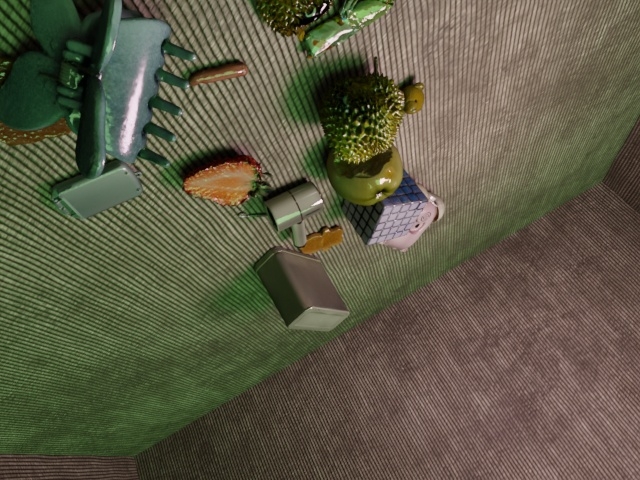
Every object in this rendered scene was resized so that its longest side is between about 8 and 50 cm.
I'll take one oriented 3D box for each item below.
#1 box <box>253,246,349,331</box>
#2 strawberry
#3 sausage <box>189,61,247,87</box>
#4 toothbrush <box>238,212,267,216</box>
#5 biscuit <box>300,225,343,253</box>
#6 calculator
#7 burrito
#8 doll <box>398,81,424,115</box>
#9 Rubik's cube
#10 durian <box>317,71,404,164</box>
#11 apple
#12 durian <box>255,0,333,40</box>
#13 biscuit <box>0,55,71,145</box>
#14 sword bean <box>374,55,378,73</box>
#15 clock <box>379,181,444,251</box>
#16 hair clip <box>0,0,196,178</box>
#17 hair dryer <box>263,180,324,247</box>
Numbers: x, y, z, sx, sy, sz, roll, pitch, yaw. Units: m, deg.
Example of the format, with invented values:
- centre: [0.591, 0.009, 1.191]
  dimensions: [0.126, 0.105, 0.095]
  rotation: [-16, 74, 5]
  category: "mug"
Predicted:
- centre: [-0.078, 0.225, 1.967]
  dimensions: [0.177, 0.343, 0.352]
  rotation: [-45, 146, 18]
  category: "box"
- centre: [-0.295, -0.204, 1.391]
  dimensions: [0.287, 0.106, 0.188]
  rotation: [0, 135, -23]
  category: "strawberry"
- centre: [-0.266, -0.433, 1.134]
  dimensions: [0.158, 0.036, 0.042]
  rotation: [-21, 137, -15]
  category: "sausage"
- centre: [-0.228, -0.100, 1.679]
  dimensions: [0.195, 0.014, 0.017]
  rotation: [-3, 137, -38]
  category: "toothbrush"
- centre: [0.000, 0.000, 2.009]
  dimensions: [0.226, 0.036, 0.165]
  rotation: [-20, 148, -12]
  category: "biscuit"
- centre: [-0.626, -0.142, 1.235]
  dimensions: [0.246, 0.045, 0.141]
  rotation: [-26, 149, -9]
  category: "calculator"
- centre: [0.070, -0.599, 1.172]
  dimensions: [0.288, 0.054, 0.104]
  rotation: [-30, 148, 2]
  category: "burrito"
- centre: [0.268, -0.465, 1.505]
  dimensions: [0.210, 0.097, 0.137]
  rotation: [-21, 154, -7]
  category: "doll"
- centre: [0.257, -0.154, 1.810]
  dimensions: [0.237, 0.237, 0.238]
  rotation: [-12, 144, -27]
  category: "Rubik's cube"
- centre: [0.115, -0.382, 1.331]
  dimensions: [0.291, 0.291, 0.225]
  rotation: [-41, 152, 17]
  category: "durian"
- centre: [0.155, -0.258, 1.569]
  dimensions: [0.279, 0.279, 0.279]
  rotation: [-22, 149, -14]
  category: "apple"
- centre: [-0.048, -0.566, 1.030]
  dimensions: [0.194, 0.137, 0.237]
  rotation: [-28, 150, -6]
  category: "durian"
- centre: [-0.666, -0.309, 0.957]
  dimensions: [0.291, 0.041, 0.208]
  rotation: [-21, 148, -24]
  category: "biscuit"
- centre: [0.178, -0.547, 1.382]
  dimensions: [0.012, 0.012, 0.083]
  rotation: [-26, 149, -9]
  category: "sword bean"
- centre: [0.417, -0.115, 2.083]
  dimensions: [0.325, 0.184, 0.342]
  rotation: [-48, 151, 18]
  category: "clock"
- centre: [-0.425, -0.319, 0.885]
  dimensions: [0.239, 0.392, 0.318]
  rotation: [-4, 116, -58]
  category: "hair clip"
- centre: [-0.096, -0.067, 1.732]
  dimensions: [0.203, 0.128, 0.361]
  rotation: [-27, 151, -14]
  category: "hair dryer"
